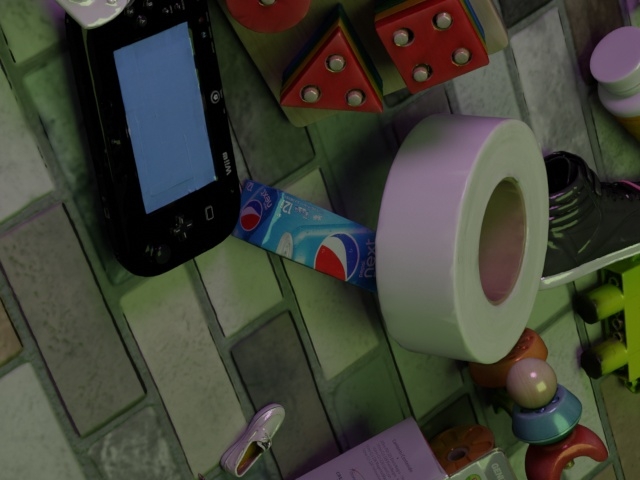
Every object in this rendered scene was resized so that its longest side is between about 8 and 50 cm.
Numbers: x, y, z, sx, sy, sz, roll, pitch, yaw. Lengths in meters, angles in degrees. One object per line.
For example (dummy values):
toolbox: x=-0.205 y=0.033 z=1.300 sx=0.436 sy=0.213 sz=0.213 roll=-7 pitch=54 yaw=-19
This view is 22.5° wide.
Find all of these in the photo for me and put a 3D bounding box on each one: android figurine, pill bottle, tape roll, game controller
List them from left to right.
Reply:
game controller: x=-0.165 y=-0.126 z=1.638 sx=0.166 sy=0.067 sz=0.319 roll=-24 pitch=118 yaw=-31
tape roll: x=0.168 y=-0.005 z=1.852 sx=0.286 sy=0.100 sz=0.286 roll=-20 pitch=113 yaw=-59
android figurine: x=0.461 y=0.084 z=2.207 sx=0.273 sy=0.056 sz=0.248 roll=-25 pitch=117 yaw=-30
pill bottle: x=0.435 y=-0.183 z=2.065 sx=0.215 sy=0.117 sz=0.117 roll=36 pitch=80 yaw=-39

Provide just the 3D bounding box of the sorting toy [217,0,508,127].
sorting toy: x=0.029 y=-0.239 z=1.644 sx=0.255 sy=0.089 sz=0.257 roll=-20 pitch=126 yaw=17

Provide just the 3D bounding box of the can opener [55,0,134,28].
can opener: x=-0.283 y=-0.299 z=1.455 sx=0.280 sy=0.093 sz=0.074 roll=44 pitch=72 yaw=-17

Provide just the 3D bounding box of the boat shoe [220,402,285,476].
boat shoe: x=-0.071 y=0.230 z=1.840 sx=0.100 sy=0.035 sz=0.035 roll=-46 pitch=126 yaw=-18

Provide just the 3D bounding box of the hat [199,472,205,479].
hat: x=-0.164 y=0.422 z=1.833 sx=0.208 sy=0.183 sz=0.173 roll=-31 pitch=124 yaw=22

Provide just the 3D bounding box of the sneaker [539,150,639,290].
sneaker: x=0.357 y=-0.056 z=2.048 sx=0.296 sy=0.104 sz=0.147 roll=-25 pitch=123 yaw=-26

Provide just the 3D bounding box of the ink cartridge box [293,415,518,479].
ink cartridge box: x=0.127 y=0.379 z=1.924 sx=0.272 sy=0.130 sz=0.309 roll=-28 pitch=122 yaw=-3

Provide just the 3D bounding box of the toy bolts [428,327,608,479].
toy bolts: x=0.216 y=0.199 z=1.948 sx=0.218 sy=0.228 sz=0.158 roll=-32 pitch=116 yaw=-15

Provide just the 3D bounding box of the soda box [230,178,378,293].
soda box: x=0.000 y=0.000 z=1.803 sx=0.210 sy=0.071 sz=0.067 roll=22 pitch=89 yaw=-41
